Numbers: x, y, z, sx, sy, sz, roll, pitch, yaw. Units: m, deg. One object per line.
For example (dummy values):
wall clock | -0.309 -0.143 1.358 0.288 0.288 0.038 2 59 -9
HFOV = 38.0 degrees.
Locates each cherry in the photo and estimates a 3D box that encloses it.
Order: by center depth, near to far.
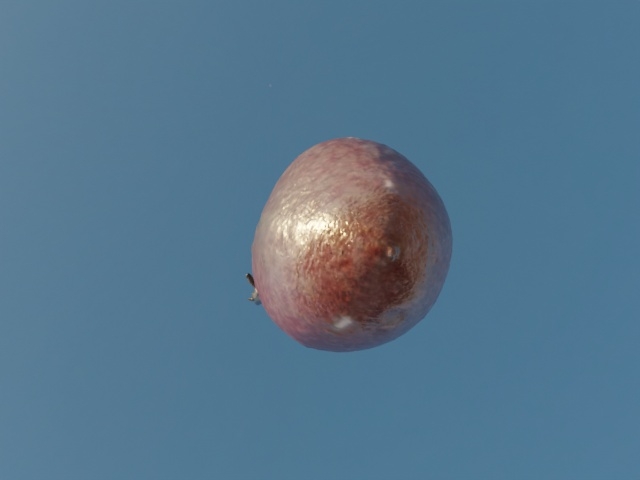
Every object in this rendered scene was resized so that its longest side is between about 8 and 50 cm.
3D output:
cherry | 0.000 0.000 0.499 0.090 0.225 0.107 5 -89 -20
